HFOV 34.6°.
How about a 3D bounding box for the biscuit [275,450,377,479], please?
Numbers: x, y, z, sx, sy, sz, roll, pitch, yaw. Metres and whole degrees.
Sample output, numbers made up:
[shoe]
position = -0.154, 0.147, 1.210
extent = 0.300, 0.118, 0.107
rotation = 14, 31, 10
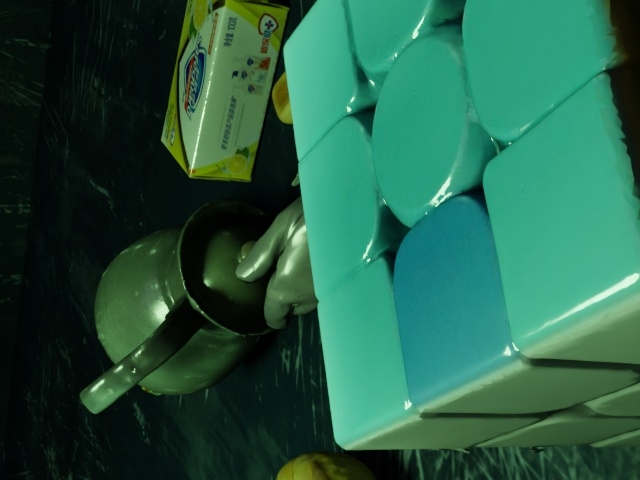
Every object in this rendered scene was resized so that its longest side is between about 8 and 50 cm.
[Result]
[biscuit]
position = 0.027, 0.343, 1.065
extent = 0.213, 0.091, 0.274
rotation = 117, 147, -44

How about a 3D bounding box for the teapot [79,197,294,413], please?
[teapot]
position = -0.171, 0.067, 1.295
extent = 0.285, 0.305, 0.223
rotation = -34, 72, 49

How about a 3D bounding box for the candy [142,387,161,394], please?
[candy]
position = -0.284, 0.183, 1.778
extent = 0.201, 0.061, 0.060
rotation = -102, 29, -44

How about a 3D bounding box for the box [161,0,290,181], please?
[box]
position = -0.141, -0.234, 1.471
extent = 0.168, 0.097, 0.265
rotation = 50, 130, 55

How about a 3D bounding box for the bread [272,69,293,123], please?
[bread]
position = -0.020, -0.191, 1.274
extent = 0.103, 0.049, 0.062
rotation = -46, 55, 52

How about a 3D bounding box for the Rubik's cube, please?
[Rubik's cube]
position = 0.176, -0.048, 0.592
extent = 0.290, 0.291, 0.291
rotation = -40, 51, 56

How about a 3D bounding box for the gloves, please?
[gloves]
position = 0.000, 0.002, 1.128
extent = 0.119, 0.142, 0.285
rotation = -73, 9, -46
